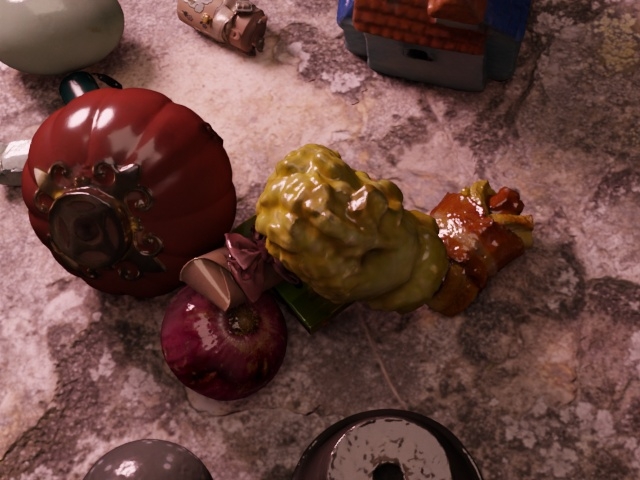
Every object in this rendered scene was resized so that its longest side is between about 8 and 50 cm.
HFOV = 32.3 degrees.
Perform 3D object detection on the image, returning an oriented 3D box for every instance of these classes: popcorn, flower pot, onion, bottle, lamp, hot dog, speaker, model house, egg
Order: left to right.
[{"bbox_3d":[-0.427,-0.347,1.752,0.231,0.168,0.168,-2,64,0],"label":"egg"},{"bbox_3d":[-0.361,-0.234,1.753,0.094,0.060,0.075,-28,67,-10],"label":"speaker"},{"bbox_3d":[-0.282,0.359,1.394,0.314,0.182,0.181,-15,64,-1],"label":"lamp"},{"bbox_3d":[-0.265,-0.066,1.538,0.303,0.303,0.257,16,32,11],"label":"lamp"},{"bbox_3d":[-0.131,0.132,1.513,0.177,0.153,0.177,1,70,-2],"label":"onion"},{"bbox_3d":[-0.149,-0.364,1.787,0.152,0.099,0.099,32,70,16],"label":"bottle"},{"bbox_3d":[0.030,-0.023,1.466,0.173,0.286,0.225,-51,50,13],"label":"popcorn"},{"bbox_3d":[0.085,0.320,1.400,0.269,0.166,0.269,-2,62,3],"label":"flower pot"},{"bbox_3d":[0.171,-0.383,1.620,0.295,0.329,0.251,13,88,10],"label":"model house"},{"bbox_3d":[0.209,0.004,1.580,0.146,0.103,0.213,38,74,17],"label":"hot dog"}]

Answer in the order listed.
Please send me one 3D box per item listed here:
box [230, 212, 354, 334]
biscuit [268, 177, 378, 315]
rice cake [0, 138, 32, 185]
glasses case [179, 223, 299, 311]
[{"bbox_3d":[-0.026,0.026,1.584,0.121,0.030,0.193,-36,70,-13],"label":"box"},{"bbox_3d":[0.000,-0.001,1.632,0.184,0.035,0.248,22,68,14],"label":"biscuit"},{"bbox_3d":[-0.341,-0.133,1.701,0.336,0.063,0.066,-4,61,1],"label":"rice cake"},{"bbox_3d":[-0.087,0.032,1.471,0.102,0.070,0.193,35,27,17],"label":"glasses case"}]
